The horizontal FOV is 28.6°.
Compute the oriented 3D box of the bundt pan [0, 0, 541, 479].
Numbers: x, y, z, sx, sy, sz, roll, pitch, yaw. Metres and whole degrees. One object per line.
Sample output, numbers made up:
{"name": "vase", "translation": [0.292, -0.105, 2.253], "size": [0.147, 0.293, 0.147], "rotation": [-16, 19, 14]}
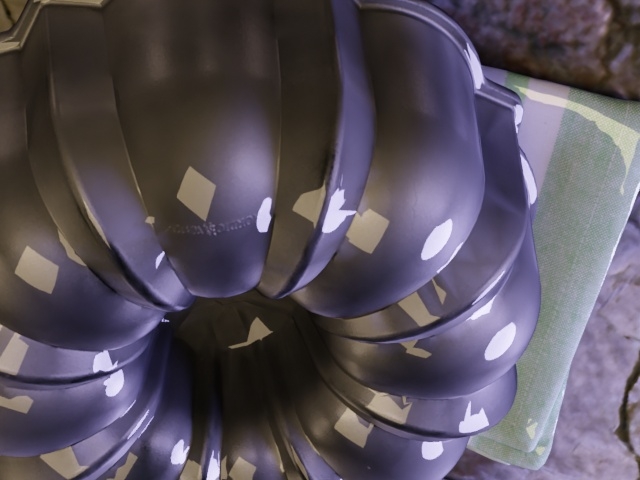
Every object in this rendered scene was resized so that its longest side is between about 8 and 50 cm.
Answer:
{"name": "bundt pan", "translation": [-0.042, 0.034, 0.599], "size": [0.330, 0.124, 0.331], "rotation": [-5, 130, -6]}

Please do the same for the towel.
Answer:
{"name": "towel", "translation": [0.000, 0.000, 0.721], "size": [0.324, 0.038, 0.248], "rotation": [14, 120, 4]}

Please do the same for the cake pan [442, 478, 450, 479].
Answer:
{"name": "cake pan", "translation": [0.053, 0.289, 0.866], "size": [0.293, 0.054, 0.293], "rotation": [5, 120, 9]}
